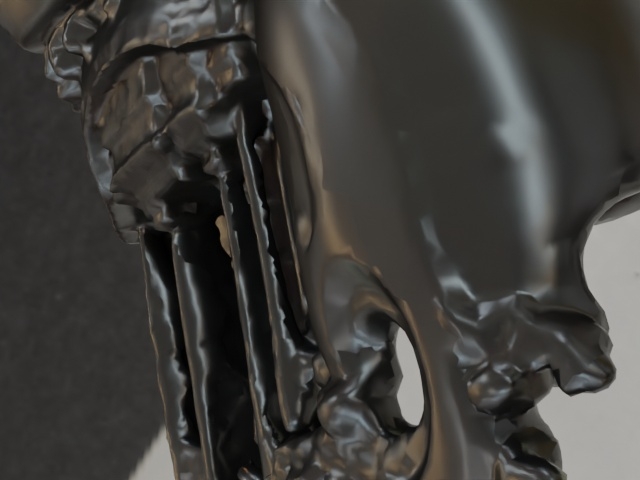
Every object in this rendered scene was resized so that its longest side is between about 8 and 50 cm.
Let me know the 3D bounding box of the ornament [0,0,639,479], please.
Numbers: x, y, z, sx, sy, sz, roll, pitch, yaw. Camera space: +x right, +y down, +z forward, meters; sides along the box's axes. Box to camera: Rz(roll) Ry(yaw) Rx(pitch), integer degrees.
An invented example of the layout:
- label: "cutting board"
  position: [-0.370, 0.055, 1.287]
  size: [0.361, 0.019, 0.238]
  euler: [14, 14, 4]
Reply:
- label: "ornament"
  position: [0.000, 0.000, 0.421]
  size: [0.251, 0.106, 0.261]
  euler: [-27, 68, 60]
